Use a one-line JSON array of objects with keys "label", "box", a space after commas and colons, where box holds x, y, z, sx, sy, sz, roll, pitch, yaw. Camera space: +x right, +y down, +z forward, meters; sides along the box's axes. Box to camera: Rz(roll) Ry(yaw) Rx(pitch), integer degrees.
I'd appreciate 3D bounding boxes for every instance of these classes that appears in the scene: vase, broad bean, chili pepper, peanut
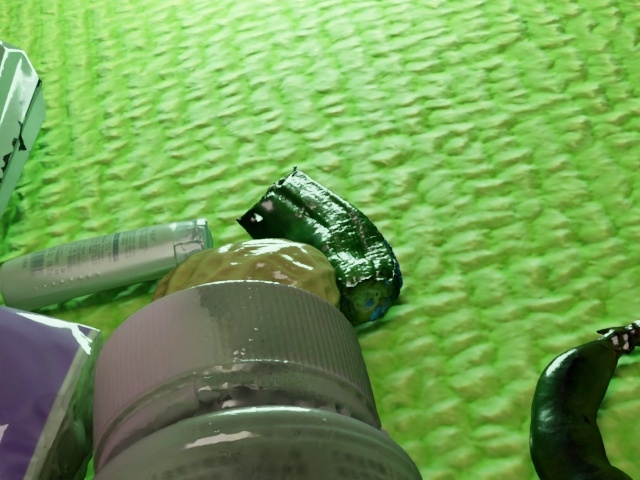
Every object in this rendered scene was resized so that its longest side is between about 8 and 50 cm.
[{"label": "vase", "box": [-0.384, -0.071, 1.393, 0.165, 0.165, 0.360, -11, 43, 5]}, {"label": "broad bean", "box": [0.234, 0.163, 0.990, 0.144, 0.049, 0.292, -12, 38, 2]}, {"label": "chili pepper", "box": [0.001, 0.002, 1.251, 0.098, 0.061, 0.224, -32, 40, -13]}, {"label": "peanut", "box": [-0.085, 0.094, 1.127, 0.196, 0.110, 0.233, -4, 38, 34]}]

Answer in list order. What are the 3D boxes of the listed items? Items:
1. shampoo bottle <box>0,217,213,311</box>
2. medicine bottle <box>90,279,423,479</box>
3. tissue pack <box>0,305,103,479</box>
[{"label": "shampoo bottle", "box": [-0.210, 0.024, 1.300, 0.212, 0.049, 0.072, -11, 35, 6]}, {"label": "medicine bottle", "box": [-0.045, 0.199, 0.862, 0.241, 0.241, 0.302, -13, 46, 2]}, {"label": "tissue pack", "box": [-0.350, 0.150, 0.986, 0.338, 0.160, 0.242, 12, 49, 4]}]
